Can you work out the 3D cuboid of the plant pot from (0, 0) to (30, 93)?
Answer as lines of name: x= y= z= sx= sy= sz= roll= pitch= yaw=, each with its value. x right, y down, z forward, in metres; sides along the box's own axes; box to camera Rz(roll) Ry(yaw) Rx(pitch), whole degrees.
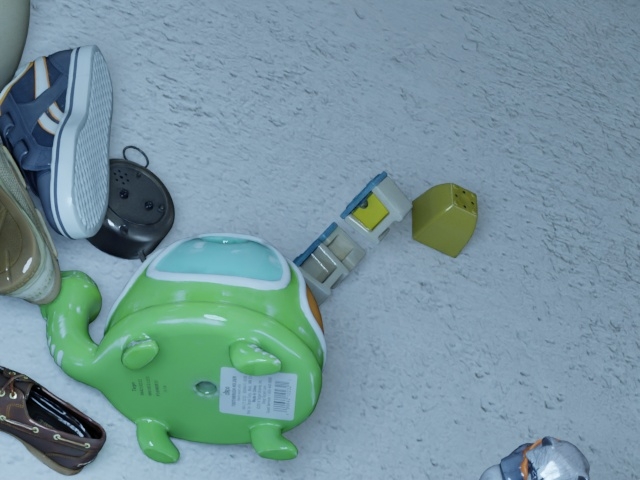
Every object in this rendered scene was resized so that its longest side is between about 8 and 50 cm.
plant pot: x=-0.476 y=-0.323 z=1.844 sx=0.284 sy=0.191 sz=0.284 roll=22 pitch=45 yaw=-24

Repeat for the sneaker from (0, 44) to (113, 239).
sneaker: x=-0.330 y=-0.112 z=1.816 sx=0.127 sy=0.126 sz=0.321 roll=-11 pitch=41 yaw=6

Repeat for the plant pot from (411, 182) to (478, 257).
plant pot: x=0.195 y=-0.039 z=2.234 sx=0.081 sy=0.083 sz=0.081 roll=24 pitch=44 yaw=-23

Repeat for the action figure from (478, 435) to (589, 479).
action figure: x=0.180 y=0.326 z=1.715 sx=0.341 sy=0.330 sz=0.178 roll=6 pitch=52 yaw=-36

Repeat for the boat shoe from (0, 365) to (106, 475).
boat shoe: x=-0.329 y=0.178 z=1.626 sx=0.207 sy=0.073 sz=0.073 roll=32 pitch=42 yaw=-12

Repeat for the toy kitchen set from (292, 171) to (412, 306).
toy kitchen set: x=0.000 y=0.000 z=1.976 sx=0.122 sy=0.166 sz=0.207 roll=43 pitch=40 yaw=-1

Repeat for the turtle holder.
turtle holder: x=-0.149 y=0.117 z=1.732 sx=0.243 sy=0.320 sz=0.227 roll=56 pitch=29 yaw=-39

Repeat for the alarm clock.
alarm clock: x=-0.249 y=-0.058 z=1.906 sx=0.129 sy=0.064 sz=0.192 roll=26 pitch=40 yaw=-20

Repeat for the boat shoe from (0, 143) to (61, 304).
boat shoe: x=-0.409 y=-0.063 z=1.725 sx=0.341 sy=0.121 sz=0.110 roll=58 pitch=5 yaw=25
